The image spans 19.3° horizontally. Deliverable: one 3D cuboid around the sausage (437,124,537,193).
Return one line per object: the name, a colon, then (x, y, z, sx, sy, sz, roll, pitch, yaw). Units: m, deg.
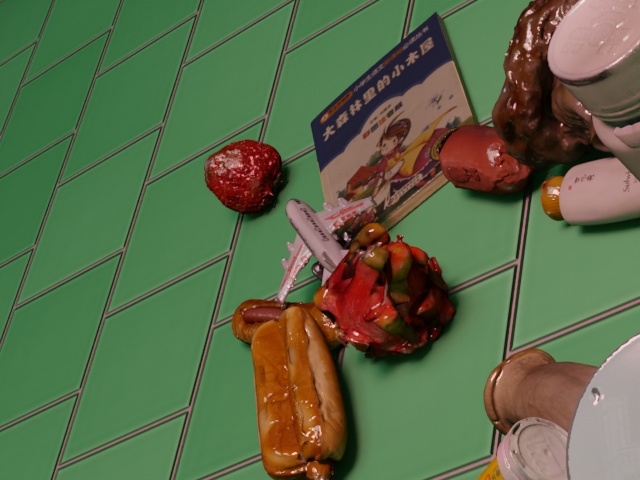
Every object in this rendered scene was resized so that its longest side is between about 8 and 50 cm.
sausage: (0.181, -0.088, 2.049, 0.076, 0.076, 0.141, -55, 29, -9)

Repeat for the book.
book: (0.085, -0.130, 2.288, 0.228, 0.018, 0.322, -40, 30, 17)

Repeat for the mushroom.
mushroom: (0.235, 0.160, 1.654, 0.096, 0.108, 0.247, -21, 26, -19)

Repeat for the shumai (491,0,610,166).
shumai: (0.298, -0.170, 1.932, 0.185, 0.184, 0.218, 22, 57, 24)

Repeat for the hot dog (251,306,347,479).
hot dog: (-0.021, 0.175, 2.008, 0.102, 0.076, 0.249, -32, 37, 16)

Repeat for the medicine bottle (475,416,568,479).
medicine bottle: (0.143, 0.243, 1.630, 0.074, 0.074, 0.218, -83, 19, -45)

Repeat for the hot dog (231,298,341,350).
hot dog: (-0.040, 0.096, 2.166, 0.216, 0.047, 0.066, 3, 61, 56)

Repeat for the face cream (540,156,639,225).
face cream: (0.296, -0.051, 1.862, 0.182, 0.051, 0.072, -8, 53, 52)

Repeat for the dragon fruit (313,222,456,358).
dragon fruit: (0.069, 0.050, 1.980, 0.150, 0.207, 0.133, 8, 69, 8)

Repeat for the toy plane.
toy plane: (0.000, 0.000, 2.170, 0.162, 0.065, 0.171, -47, 29, 9)

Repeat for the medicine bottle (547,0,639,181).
medicine bottle: (0.324, -0.111, 1.678, 0.143, 0.258, 0.143, -34, 33, 26)

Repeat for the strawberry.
strawberry: (-0.099, -0.087, 2.417, 0.106, 0.106, 0.106, -35, 32, 26)

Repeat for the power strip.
power strip: (0.280, 0.187, 1.502, 0.168, 0.054, 0.253, -12, 68, 27)
